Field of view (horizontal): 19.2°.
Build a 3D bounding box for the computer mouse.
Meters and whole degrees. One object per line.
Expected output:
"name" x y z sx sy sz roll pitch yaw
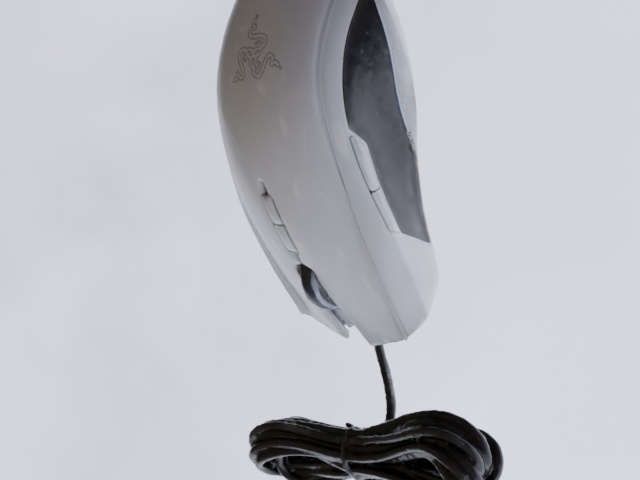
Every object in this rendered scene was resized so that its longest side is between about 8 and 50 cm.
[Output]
"computer mouse" 0.000 0.000 0.598 0.042 0.193 0.106 -26 -157 -35
